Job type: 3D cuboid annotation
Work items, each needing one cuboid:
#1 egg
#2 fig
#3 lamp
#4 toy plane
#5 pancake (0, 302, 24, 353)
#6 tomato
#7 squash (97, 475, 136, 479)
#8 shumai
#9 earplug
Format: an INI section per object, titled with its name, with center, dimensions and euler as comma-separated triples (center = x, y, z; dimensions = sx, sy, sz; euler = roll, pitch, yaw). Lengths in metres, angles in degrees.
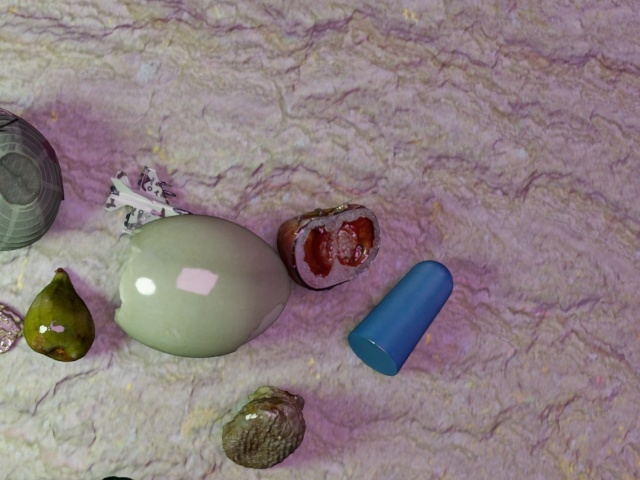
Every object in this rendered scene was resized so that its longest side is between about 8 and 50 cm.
[egg]
center = -0.223, 0.092, 1.695
dimensions = 0.336, 0.278, 0.278
euler = 11, 77, -16
[fig]
center = -0.508, 0.151, 1.692
dimensions = 0.133, 0.185, 0.126
euler = 7, 118, -20
[lamp]
center = -0.605, -0.114, 1.633
dimensions = 0.233, 0.233, 0.265
euler = -33, 113, -21
[toy plane]
center = -0.341, -0.068, 1.798
dimensions = 0.234, 0.082, 0.160
euler = 27, 62, -28
[pancake]
center = -0.656, 0.201, 1.663
dimensions = 0.190, 0.020, 0.184
euler = -4, 81, -18
[tomato]
center = 0.000, 0.000, 1.851
dimensions = 0.214, 0.155, 0.180
euler = -13, 107, -28
[squash]
center = -0.375, 0.542, 1.605
dimensions = 0.218, 0.218, 0.172
euler = 38, 32, -9
[shumai]
center = -0.111, 0.362, 1.758
dimensions = 0.161, 0.209, 0.153
euler = 13, 43, -2
[earplug]
center = 0.193, 0.154, 1.909
dimensions = 0.132, 0.132, 0.273
euler = 45, 66, -6
